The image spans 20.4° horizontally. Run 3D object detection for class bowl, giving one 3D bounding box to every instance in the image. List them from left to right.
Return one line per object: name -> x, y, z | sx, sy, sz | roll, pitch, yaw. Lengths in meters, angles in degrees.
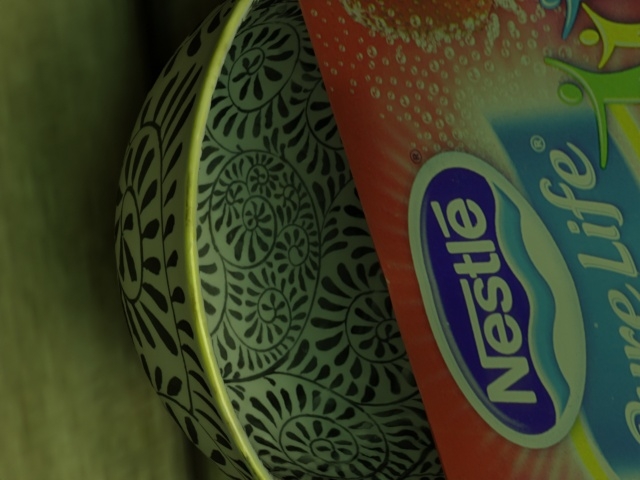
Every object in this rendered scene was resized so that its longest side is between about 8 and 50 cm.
bowl -> 0.000, 0.000, 0.469 | 0.170, 0.080, 0.170 | 4, 85, -49

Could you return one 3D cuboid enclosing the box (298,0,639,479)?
box -> 0.112, -0.013, 0.426 | 0.154, 0.142, 0.300 | -33, 111, -43
